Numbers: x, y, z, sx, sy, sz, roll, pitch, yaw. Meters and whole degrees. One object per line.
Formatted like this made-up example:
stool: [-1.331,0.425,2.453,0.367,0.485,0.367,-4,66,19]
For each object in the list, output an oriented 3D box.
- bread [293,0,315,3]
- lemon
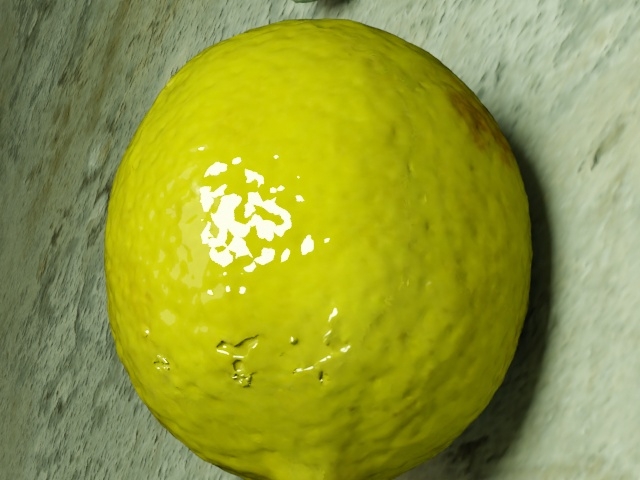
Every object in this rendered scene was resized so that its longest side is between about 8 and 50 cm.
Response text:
bread: [-0.001,-0.285,1.239,0.232,0.064,0.172,-114,39,-49]
lemon: [-0.002,0.008,0.913,0.267,0.267,0.267,-172,90,-67]
